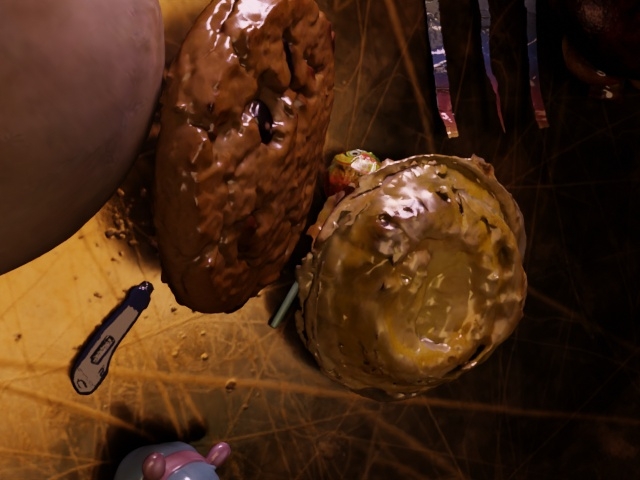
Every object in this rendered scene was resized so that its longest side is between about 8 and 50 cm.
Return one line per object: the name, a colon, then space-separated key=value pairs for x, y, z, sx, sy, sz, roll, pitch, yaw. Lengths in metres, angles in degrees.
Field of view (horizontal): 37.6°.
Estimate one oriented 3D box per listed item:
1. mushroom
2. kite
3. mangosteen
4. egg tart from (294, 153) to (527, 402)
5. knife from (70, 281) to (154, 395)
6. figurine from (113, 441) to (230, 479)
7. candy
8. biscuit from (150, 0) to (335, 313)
mushroom: x=-0.297 y=-0.144 z=0.668 sx=0.362 sy=0.294 sz=0.362 roll=-12 pitch=113 yaw=-29
kite: x=0.162 y=-0.289 z=0.974 sx=0.204 sy=0.022 sz=0.361 roll=-6 pitch=95 yaw=-21
mangosteen: x=0.333 y=-0.247 z=0.962 sx=0.228 sy=0.228 sz=0.265 roll=-15 pitch=142 yaw=-20
egg tart: x=0.107 y=0.047 z=0.930 sx=0.278 sy=0.095 sz=0.279 roll=-12 pitch=114 yaw=-27
knife: x=-0.193 y=0.090 z=0.879 sx=0.031 sy=0.018 sz=0.121 roll=38 pitch=81 yaw=-14
figurine: x=-0.174 y=0.308 z=0.860 sx=0.205 sy=0.102 sz=0.260 roll=8 pitch=98 yaw=-48
candy: x=0.000 y=0.000 z=0.935 sx=0.060 sy=0.060 sz=0.201 roll=26 pitch=95 yaw=-22
biscuit: x=-0.052 y=-0.076 z=0.799 sx=0.075 sy=0.296 sz=0.296 roll=12 pitch=92 yaw=18
